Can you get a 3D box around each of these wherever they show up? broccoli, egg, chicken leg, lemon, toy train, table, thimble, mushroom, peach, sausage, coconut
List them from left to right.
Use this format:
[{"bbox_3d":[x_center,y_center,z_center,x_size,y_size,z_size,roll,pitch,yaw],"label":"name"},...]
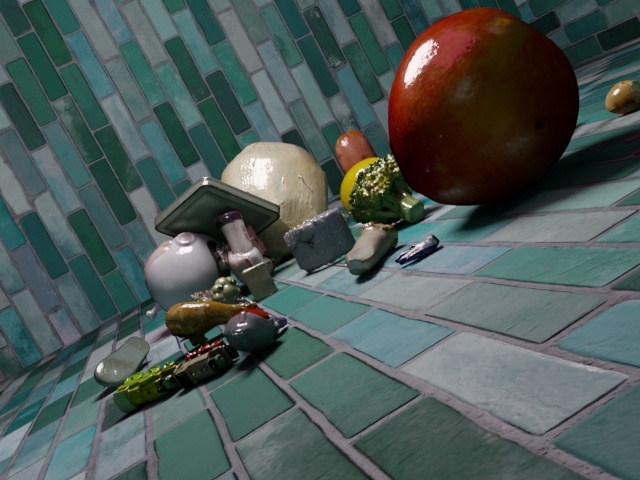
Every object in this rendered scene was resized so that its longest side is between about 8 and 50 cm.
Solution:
[{"bbox_3d":[-0.257,0.241,1.420,0.249,0.053,0.085,-24,16,24],"label":"toy train"},{"bbox_3d":[-0.234,0.175,1.734,0.207,0.101,0.085,-8,8,-7],"label":"chicken leg"},{"bbox_3d":[-0.152,0.100,1.961,0.062,0.079,0.083,-27,4,-6],"label":"table"},{"bbox_3d":[-0.151,-0.107,2.470,0.346,0.361,0.346,2,-21,1],"label":"coconut"},{"bbox_3d":[0.001,0.000,1.925,0.151,0.118,0.127,-23,8,32],"label":"thimble"},{"bbox_3d":[0.132,-0.205,2.380,0.113,0.259,0.113,-26,3,1],"label":"sausage"},{"bbox_3d":[0.097,0.022,1.586,0.084,0.071,0.209,8,22,17],"label":"mushroom"},{"bbox_3d":[0.140,-0.129,2.103,0.178,0.178,0.203,-33,9,-36],"label":"lemon"},{"bbox_3d":[0.180,-0.102,1.888,0.194,0.220,0.194,11,20,-4],"label":"broccoli"},{"bbox_3d":[0.299,-0.240,1.521,0.388,0.388,0.388,-28,6,3],"label":"peach"},{"bbox_3d":[0.674,-0.317,1.763,0.083,0.071,0.071,-25,7,38],"label":"egg"}]

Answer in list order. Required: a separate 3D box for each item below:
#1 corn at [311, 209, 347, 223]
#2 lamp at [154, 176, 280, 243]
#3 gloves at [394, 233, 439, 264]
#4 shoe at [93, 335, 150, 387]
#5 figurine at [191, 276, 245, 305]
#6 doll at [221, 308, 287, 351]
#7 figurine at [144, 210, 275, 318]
[{"bbox_3d":[0.010,-0.028,2.238,0.093,0.093,0.244,-26,6,19],"label":"corn"},{"bbox_3d":[-0.287,-0.062,2.215,0.269,0.047,0.266,22,-40,-36],"label":"lamp"},{"bbox_3d":[0.175,0.020,1.438,0.086,0.026,0.064,-34,5,-5],"label":"gloves"},{"bbox_3d":[-0.464,0.297,1.849,0.078,0.079,0.195,-65,-3,28],"label":"shoe"},{"bbox_3d":[-0.275,0.160,1.945,0.197,0.094,0.147,-27,-5,19],"label":"figurine"},{"bbox_3d":[-0.118,0.154,1.382,0.102,0.075,0.227,-12,-1,6],"label":"doll"},{"bbox_3d":[-0.323,0.077,2.192,0.361,0.253,0.211,-18,25,18],"label":"figurine"}]
